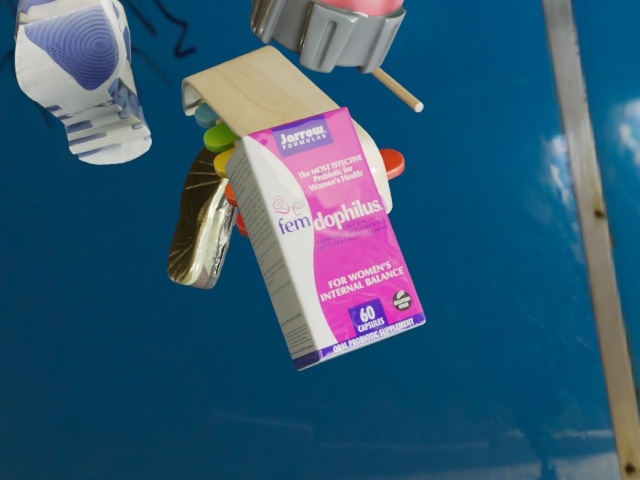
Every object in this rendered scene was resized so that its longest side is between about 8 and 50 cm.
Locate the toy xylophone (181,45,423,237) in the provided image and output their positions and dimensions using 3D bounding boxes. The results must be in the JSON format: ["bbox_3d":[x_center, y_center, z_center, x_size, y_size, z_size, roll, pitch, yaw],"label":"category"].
[{"bbox_3d":[-0.022,-0.132,1.146,0.236,0.081,0.322,-19,-134,-13],"label":"toy xylophone"}]

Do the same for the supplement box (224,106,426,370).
[{"bbox_3d":[0.000,0.000,0.963,0.111,0.220,0.114,-19,173,-16],"label":"supplement box"}]

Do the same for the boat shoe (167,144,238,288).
[{"bbox_3d":[-0.155,-0.038,1.428,0.080,0.073,0.223,4,-106,42],"label":"boat shoe"}]

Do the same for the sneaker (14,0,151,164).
[{"bbox_3d":[-0.295,-0.239,1.207,0.127,0.315,0.182,-14,-113,-5],"label":"sneaker"}]

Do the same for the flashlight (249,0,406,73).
[{"bbox_3d":[0.045,-0.248,0.589,0.103,0.304,0.103,36,-144,15],"label":"flashlight"}]
